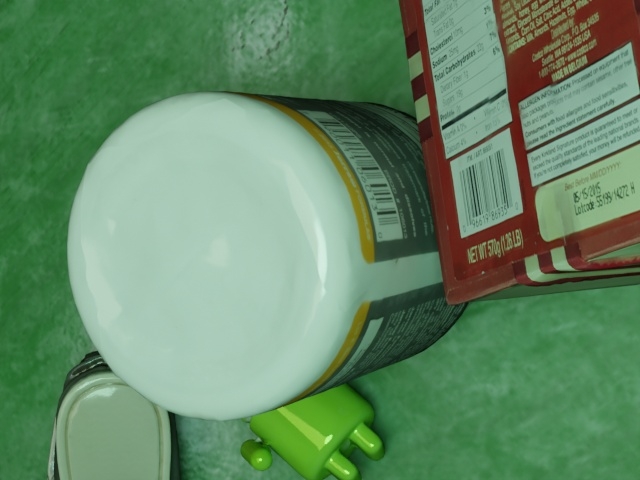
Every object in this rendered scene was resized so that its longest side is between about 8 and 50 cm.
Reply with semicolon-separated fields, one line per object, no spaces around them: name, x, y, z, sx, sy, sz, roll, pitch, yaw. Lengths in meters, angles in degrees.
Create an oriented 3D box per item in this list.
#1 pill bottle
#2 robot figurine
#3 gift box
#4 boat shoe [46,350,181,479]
pill bottle;0.000;0.000;0.701;0.162;0.278;0.162;2;94;26
robot figurine;-0.010;0.116;0.832;0.115;0.067;0.101;40;82;19
gift box;0.199;-0.081;0.581;0.255;0.258;0.276;162;101;-70
boat shoe;-0.153;0.242;0.912;0.112;0.095;0.335;2;100;-10
